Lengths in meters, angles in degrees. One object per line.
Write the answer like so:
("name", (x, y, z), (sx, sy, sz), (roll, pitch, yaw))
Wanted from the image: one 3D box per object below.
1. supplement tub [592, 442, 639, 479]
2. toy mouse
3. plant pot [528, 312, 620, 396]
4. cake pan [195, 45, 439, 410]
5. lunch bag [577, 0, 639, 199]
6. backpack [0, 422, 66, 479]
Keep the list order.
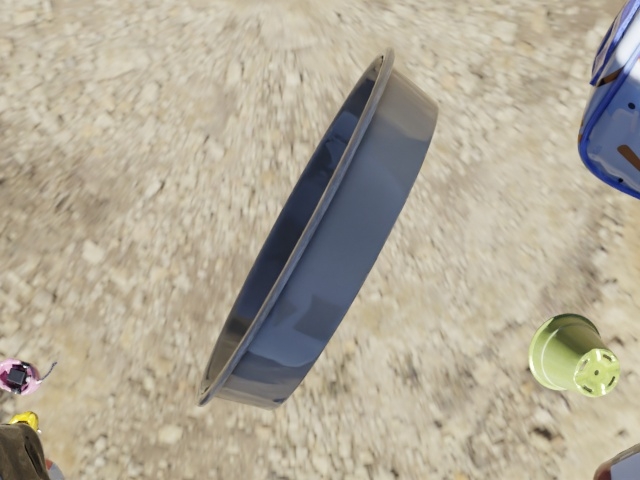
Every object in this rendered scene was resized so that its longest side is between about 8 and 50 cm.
("supplement tub", (0.272, 0.141, 1.000), (0.198, 0.106, 0.106), (-33, 99, 21))
("toy mouse", (-0.363, 0.184, 1.884), (0.143, 0.031, 0.161), (40, 97, 32))
("plant pot", (0.265, 0.124, 1.672), (0.083, 0.079, 0.083), (-4, 103, -15))
("cake pan", (0.000, 0.000, 1.186), (0.054, 0.293, 0.293), (29, 98, -6))
("lunch bag", (0.312, -0.127, 1.093), (0.243, 0.115, 0.303), (24, 141, -1))
("backpack", (-0.347, 0.318, 1.538), (0.263, 0.213, 0.276), (-31, 62, 15))
